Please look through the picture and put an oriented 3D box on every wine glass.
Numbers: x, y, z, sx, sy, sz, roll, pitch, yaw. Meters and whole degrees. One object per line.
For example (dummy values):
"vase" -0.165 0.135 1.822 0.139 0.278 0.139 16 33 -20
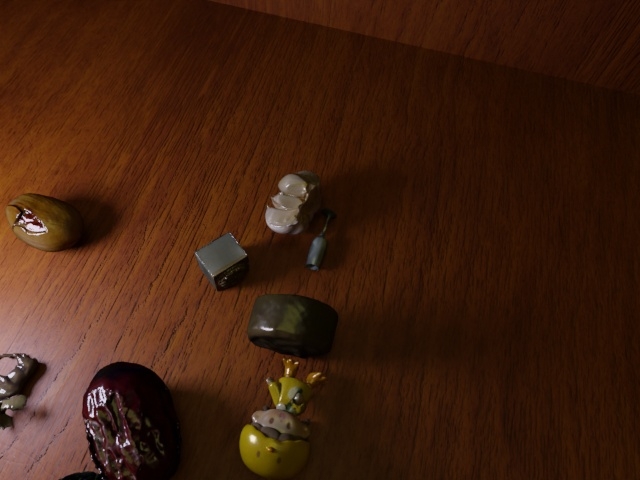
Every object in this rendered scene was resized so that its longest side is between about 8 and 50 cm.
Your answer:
"wine glass" 0.000 0.000 1.865 0.074 0.074 0.262 15 62 5

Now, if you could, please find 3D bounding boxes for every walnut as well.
"walnut" -1.014 -0.066 1.764 0.298 0.203 0.203 23 61 10

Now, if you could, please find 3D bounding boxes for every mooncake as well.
"mooncake" -0.092 0.286 1.575 0.285 0.284 0.155 11 66 2

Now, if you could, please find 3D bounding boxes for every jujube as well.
"jujube" -0.552 0.543 1.423 0.259 0.258 0.376 -19 69 -14

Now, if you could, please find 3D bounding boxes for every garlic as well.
"garlic" -0.100 -0.145 1.887 0.203 0.185 0.280 11 78 32

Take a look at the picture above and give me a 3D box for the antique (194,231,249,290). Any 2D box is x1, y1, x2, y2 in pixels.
"antique" -0.347 0.082 1.748 0.152 0.146 0.148 -33 69 -19

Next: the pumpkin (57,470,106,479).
"pumpkin" -0.663 0.750 1.319 0.221 0.162 0.220 2 84 -18

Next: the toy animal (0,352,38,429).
"toy animal" -0.976 0.459 1.518 0.186 0.093 0.214 32 54 4

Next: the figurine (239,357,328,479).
"figurine" -0.105 0.550 1.483 0.215 0.187 0.343 16 54 16
